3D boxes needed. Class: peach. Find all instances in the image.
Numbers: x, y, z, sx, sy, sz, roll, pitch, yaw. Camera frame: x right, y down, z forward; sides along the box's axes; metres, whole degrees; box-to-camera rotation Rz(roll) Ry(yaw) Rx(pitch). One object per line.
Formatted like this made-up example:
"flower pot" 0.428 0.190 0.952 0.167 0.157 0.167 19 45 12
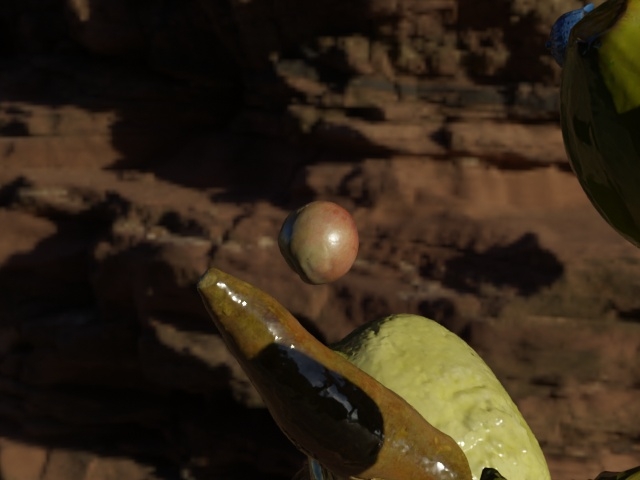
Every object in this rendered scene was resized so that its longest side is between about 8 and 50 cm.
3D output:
"peach" 0.000 0.001 1.176 0.083 0.083 0.083 1 12 0

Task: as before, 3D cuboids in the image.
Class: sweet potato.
"sweet potato" 0.001 0.109 0.830 0.243 0.077 0.077 38 3 -16

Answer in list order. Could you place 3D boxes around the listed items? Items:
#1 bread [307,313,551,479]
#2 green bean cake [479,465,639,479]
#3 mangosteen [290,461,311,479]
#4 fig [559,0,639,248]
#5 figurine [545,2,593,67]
"bread" 0.119 0.238 1.364 0.237 0.320 0.320 -19 18 -19
"green bean cake" 0.201 0.134 0.500 0.236 0.124 0.233 -30 47 -16
"mangosteen" 0.098 0.428 1.787 0.306 0.306 0.359 10 32 37
"fig" 0.323 -0.111 1.084 0.271 0.239 0.239 31 -5 -30
"figurine" 0.341 -0.225 1.418 0.149 0.087 0.086 24 -1 26
